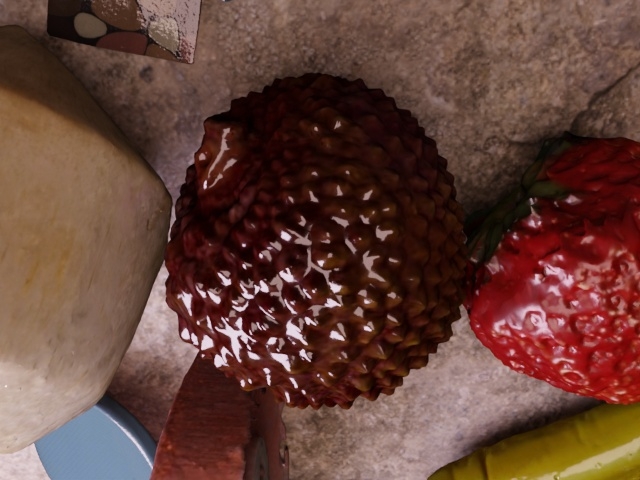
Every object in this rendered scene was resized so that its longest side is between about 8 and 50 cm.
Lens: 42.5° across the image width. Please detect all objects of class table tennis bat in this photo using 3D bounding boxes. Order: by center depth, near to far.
[{"bbox_3d":[-0.272,0.309,1.022,0.215,0.044,0.328,23,126,18],"label":"table tennis bat"}]

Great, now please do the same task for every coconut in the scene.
[{"bbox_3d":[-0.341,-0.016,0.770,0.416,0.345,0.414,5,78,-23],"label":"coconut"}]

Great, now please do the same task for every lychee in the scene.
[{"bbox_3d":[0.000,0.000,0.780,0.306,0.306,0.330,-39,125,17],"label":"lychee"}]

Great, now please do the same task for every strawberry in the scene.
[{"bbox_3d":[0.283,0.043,0.811,0.277,0.257,0.257,36,110,-3],"label":"strawberry"}]

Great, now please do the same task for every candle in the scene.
[{"bbox_3d":[-0.113,0.246,0.918,0.132,0.317,0.287,3,73,5],"label":"candle"}]

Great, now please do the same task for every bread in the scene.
[{"bbox_3d":[0.306,0.280,0.983,0.384,0.112,0.166,-24,112,11],"label":"bread"}]

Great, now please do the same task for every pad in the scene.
[{"bbox_3d":[-0.189,-0.302,0.813,0.158,0.003,0.234,10,113,-2],"label":"pad"}]
